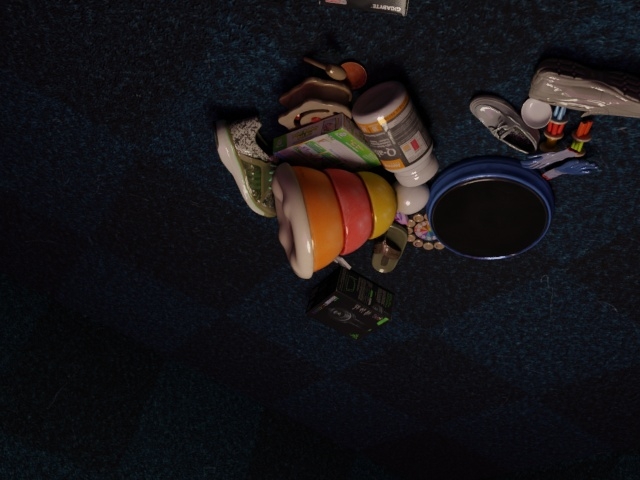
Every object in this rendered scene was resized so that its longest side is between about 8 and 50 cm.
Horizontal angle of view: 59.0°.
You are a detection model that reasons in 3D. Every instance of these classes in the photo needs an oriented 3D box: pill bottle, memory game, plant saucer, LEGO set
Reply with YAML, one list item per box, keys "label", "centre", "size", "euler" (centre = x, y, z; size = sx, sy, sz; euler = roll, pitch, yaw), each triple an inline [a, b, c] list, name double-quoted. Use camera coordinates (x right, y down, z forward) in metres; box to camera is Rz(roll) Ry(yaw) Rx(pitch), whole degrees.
- label: "pill bottle"
  centre: [0.217, -0.291, 1.582]
  size: [0.162, 0.162, 0.278]
  euler: [-14, 131, 31]
- label: "memory game"
  centre: [0.373, -0.030, 1.944]
  size: [0.186, 0.012, 0.186]
  euler: [9, 140, 8]
- label: "plant saucer"
  centre: [0.087, -0.454, 1.552]
  size: [0.083, 0.013, 0.084]
  euler: [9, 140, 7]
- label: "LEGO set"
  centre: [0.000, 0.000, 2.023]
  size: [0.182, 0.060, 0.244]
  euler: [26, 167, 43]

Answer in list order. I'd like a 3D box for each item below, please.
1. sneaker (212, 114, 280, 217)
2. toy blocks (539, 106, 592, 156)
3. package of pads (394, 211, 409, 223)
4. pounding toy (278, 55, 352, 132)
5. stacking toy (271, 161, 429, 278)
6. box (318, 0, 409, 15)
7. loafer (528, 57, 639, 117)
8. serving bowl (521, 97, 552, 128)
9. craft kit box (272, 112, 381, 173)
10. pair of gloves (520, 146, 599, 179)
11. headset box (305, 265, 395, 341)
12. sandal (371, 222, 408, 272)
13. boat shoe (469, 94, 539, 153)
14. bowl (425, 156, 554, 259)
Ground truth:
- label: "sneaker"
  centre: [-0.184, -0.233, 1.812]
  size: [0.182, 0.158, 0.410]
  euler: [-18, 137, 11]
- label: "toy blocks"
  centre: [0.664, -0.300, 1.507]
  size: [0.123, 0.054, 0.148]
  euler: [8, 139, 11]
- label: "package of pads"
  centre: [0.262, -0.090, 1.893]
  size: [0.050, 0.032, 0.083]
  euler: [1, 137, 28]
- label: "pounding toy"
  centre: [0.002, -0.412, 1.580]
  size: [0.154, 0.155, 0.269]
  euler: [14, 160, -37]
- label: "stacking toy"
  centre: [0.112, -0.096, 1.714]
  size: [0.479, 0.351, 0.351]
  euler: [-12, 140, -10]
- label: "box"
  centre: [0.108, -0.629, 1.316]
  size: [0.220, 0.051, 0.175]
  euler: [10, 140, 6]
- label: "loafer"
  centre: [0.680, -0.359, 1.400]
  size: [0.319, 0.112, 0.111]
  euler: [19, 146, 8]
- label: "serving bowl"
  centre: [0.575, -0.340, 1.493]
  size: [0.083, 0.027, 0.083]
  euler: [27, 130, 37]
- label: "craft kit box"
  centre: [0.031, -0.265, 1.680]
  size: [0.246, 0.061, 0.249]
  euler: [-10, 158, 34]
- label: "pair of gloves"
  centre: [0.659, -0.210, 1.568]
  size: [0.198, 0.023, 0.159]
  euler: [15, 162, -33]
- label: "headset box"
  centre: [0.125, 0.262, 2.268]
  size: [0.283, 0.131, 0.246]
  euler: [30, 139, -17]
- label: "sandal"
  centre: [0.238, 0.036, 1.999]
  size: [0.120, 0.086, 0.303]
  euler: [14, 143, 12]
- label: "boat shoe"
  centre: [0.501, -0.310, 1.527]
  size: [0.227, 0.081, 0.079]
  euler: [28, 139, -14]
- label: "bowl"
  centre: [0.525, -0.086, 1.771]
  size: [0.390, 0.077, 0.391]
  euler: [8, 138, 7]
